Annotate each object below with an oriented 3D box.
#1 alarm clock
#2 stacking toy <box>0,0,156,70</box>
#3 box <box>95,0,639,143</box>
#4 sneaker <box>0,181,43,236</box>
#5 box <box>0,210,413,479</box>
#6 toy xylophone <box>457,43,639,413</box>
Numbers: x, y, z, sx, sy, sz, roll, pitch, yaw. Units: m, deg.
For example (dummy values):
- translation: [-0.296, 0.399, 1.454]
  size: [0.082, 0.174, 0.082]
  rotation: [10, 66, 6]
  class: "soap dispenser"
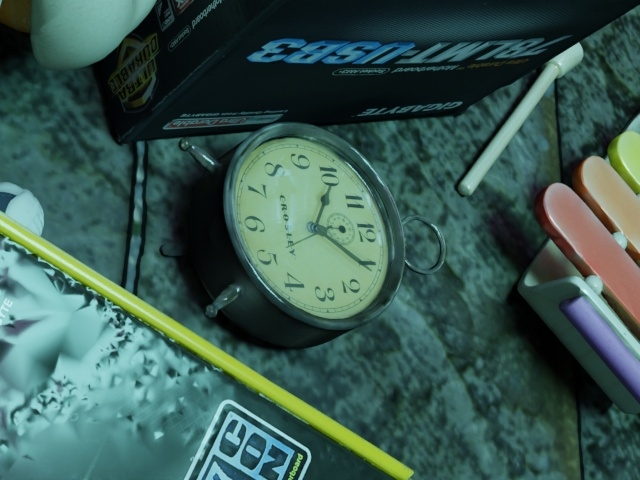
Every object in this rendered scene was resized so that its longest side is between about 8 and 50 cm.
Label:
- translation: [0.000, 0.000, 0.843]
  size: [0.192, 0.064, 0.129]
  rotation: [4, 68, -34]
  class: "alarm clock"
- translation: [-0.283, -0.295, 0.657]
  size: [0.480, 0.350, 0.350]
  rotation: [12, 60, -7]
  class: "stacking toy"
- translation: [0.064, -0.150, 0.808]
  size: [0.296, 0.293, 0.073]
  rotation: [-7, 73, -40]
  class: "box"
- translation: [-0.249, -0.017, 0.638]
  size: [0.235, 0.094, 0.153]
  rotation: [-29, 98, -32]
  class: "sneaker"
- translation: [-0.128, 0.185, 0.590]
  size: [0.257, 0.079, 0.322]
  rotation: [36, 68, -26]
  class: "box"
- translation: [0.230, -0.024, 1.019]
  size: [0.236, 0.081, 0.322]
  rotation: [42, 50, -14]
  class: "toy xylophone"
